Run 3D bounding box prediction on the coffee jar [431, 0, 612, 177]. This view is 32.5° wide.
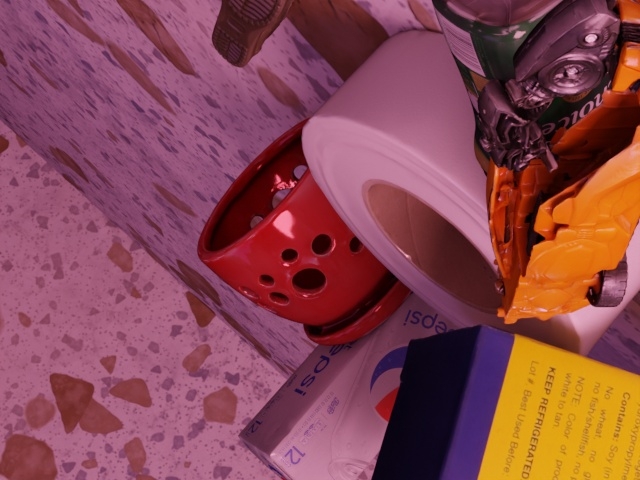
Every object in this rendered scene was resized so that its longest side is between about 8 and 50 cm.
[{"bbox_3d":[0.129,-0.096,0.638,0.079,0.096,0.184,43,170,35],"label":"coffee jar"}]

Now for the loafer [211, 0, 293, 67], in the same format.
[{"bbox_3d":[-0.054,-0.204,0.931,0.056,0.050,0.148,41,151,-5],"label":"loafer"}]

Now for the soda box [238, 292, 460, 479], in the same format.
[{"bbox_3d":[0.053,0.131,1.124,0.091,0.286,0.098,47,165,-18],"label":"soda box"}]

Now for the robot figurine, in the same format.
[{"bbox_3d":[0.174,-0.045,0.546,0.211,0.085,0.291,-1,150,-1],"label":"robot figurine"}]

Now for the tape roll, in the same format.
[{"bbox_3d":[0.120,-0.026,0.866,0.286,0.100,0.286,40,165,13],"label":"tape roll"}]

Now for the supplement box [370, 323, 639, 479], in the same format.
[{"bbox_3d":[0.227,0.214,0.825,0.356,0.194,0.195,20,168,-7],"label":"supplement box"}]

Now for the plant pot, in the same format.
[{"bbox_3d":[0.000,0.000,1.091,0.174,0.191,0.191,44,166,-18],"label":"plant pot"}]
